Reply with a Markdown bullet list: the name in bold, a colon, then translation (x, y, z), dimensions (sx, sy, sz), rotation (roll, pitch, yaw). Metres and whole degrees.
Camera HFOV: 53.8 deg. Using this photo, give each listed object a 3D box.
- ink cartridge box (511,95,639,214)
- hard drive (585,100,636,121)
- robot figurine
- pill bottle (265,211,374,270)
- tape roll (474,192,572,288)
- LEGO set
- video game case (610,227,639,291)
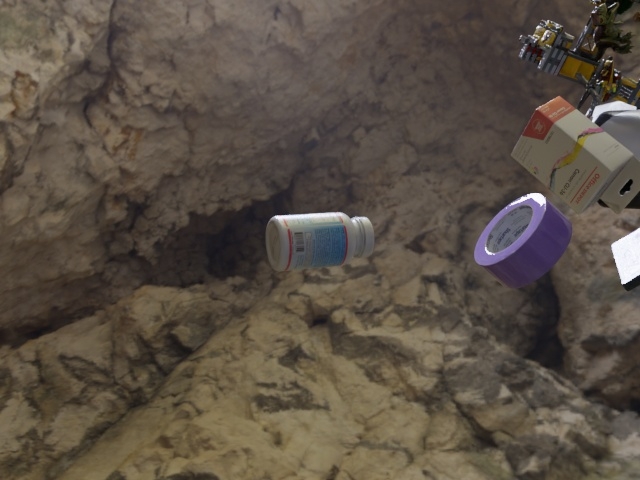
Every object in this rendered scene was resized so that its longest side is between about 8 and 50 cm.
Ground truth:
- **ink cartridge box**: translation (0.426, -0.128, 1.043), dimensions (0.067, 0.115, 0.198), rotation (-31, -115, -26)
- **hard drive**: translation (0.794, -0.312, 1.525), dimensions (0.203, 0.307, 0.040), rotation (-44, -63, -44)
- **robot figurine**: translation (0.623, -0.170, 1.223), dimensions (0.173, 0.278, 0.209), rotation (-8, -76, -40)
- **pill bottle**: translation (0.000, 0.000, 1.000), dimensions (0.160, 0.087, 0.087), rotation (-4, -102, -22)
- **tape roll**: translation (0.411, 0.000, 1.290), dimensions (0.080, 0.189, 0.189), rotation (38, -126, -13)
- **LEGO set**: translation (0.522, -0.388, 1.186), dimensions (0.192, 0.255, 0.331), rotation (11, -144, -18)
- **video game case**: translation (0.764, -0.014, 1.354), dimensions (0.026, 0.274, 0.196), rotation (46, -150, -8)
